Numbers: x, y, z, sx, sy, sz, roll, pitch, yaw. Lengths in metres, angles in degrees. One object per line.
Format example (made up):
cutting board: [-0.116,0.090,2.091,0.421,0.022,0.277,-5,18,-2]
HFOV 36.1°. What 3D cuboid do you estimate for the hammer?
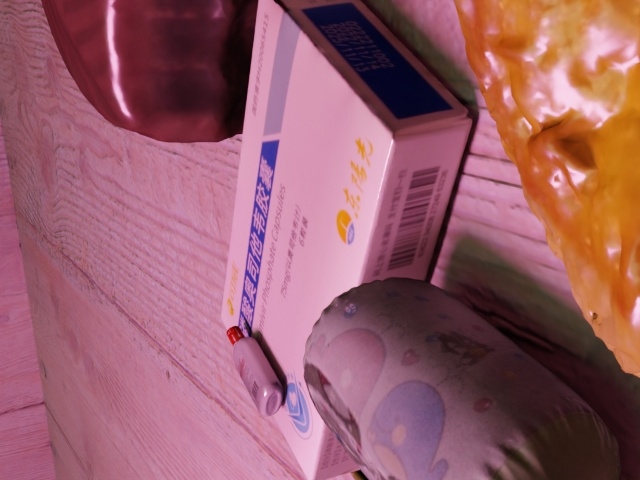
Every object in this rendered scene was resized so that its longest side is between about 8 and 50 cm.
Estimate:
hammer: [0.074,0.198,0.624,0.206,0.119,0.336,45,142,51]

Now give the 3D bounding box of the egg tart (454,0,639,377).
egg tart: [0.158,-0.090,0.301,0.341,0.129,0.341,168,90,-67]

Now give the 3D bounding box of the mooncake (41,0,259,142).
mooncake: [-0.137,-0.243,0.816,0.326,0.174,0.334,-29,73,62]

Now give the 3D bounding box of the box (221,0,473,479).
box: [0.000,0.000,0.746,0.200,0.065,0.343,56,147,40]

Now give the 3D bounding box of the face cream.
face cream: [-0.056,0.103,0.804,0.083,0.021,0.040,55,147,39]

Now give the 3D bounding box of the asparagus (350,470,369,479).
asparagus: [0.065,0.233,0.768,0.166,0.016,0.013,48,178,46]
